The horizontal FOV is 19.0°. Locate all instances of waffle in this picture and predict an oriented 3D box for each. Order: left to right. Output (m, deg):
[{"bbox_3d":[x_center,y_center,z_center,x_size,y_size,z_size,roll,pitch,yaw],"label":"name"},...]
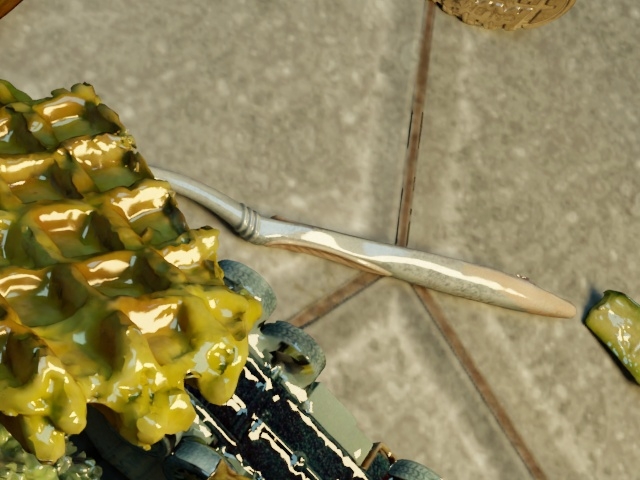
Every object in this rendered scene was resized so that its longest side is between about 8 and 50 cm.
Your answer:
[{"bbox_3d":[-0.179,-0.008,0.916,0.307,0.060,0.312,12,32,-7],"label":"waffle"}]

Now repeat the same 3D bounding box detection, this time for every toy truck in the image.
[{"bbox_3d":[-0.053,0.114,1.059,0.256,0.140,0.108,47,57,-20],"label":"toy truck"}]

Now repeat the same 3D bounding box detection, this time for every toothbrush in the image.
[{"bbox_3d":[0.000,0.000,1.182,0.375,0.028,0.037,15,72,-23],"label":"toothbrush"}]

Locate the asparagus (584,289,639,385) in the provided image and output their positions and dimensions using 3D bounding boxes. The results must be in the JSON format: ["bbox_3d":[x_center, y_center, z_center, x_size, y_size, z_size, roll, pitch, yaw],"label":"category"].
[{"bbox_3d":[0.251,0.099,1.274,0.178,0.041,0.045,40,51,-10],"label":"asparagus"}]

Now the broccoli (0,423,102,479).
[{"bbox_3d":[-0.201,0.134,0.928,0.176,0.198,0.226,-8,67,-28],"label":"broccoli"}]

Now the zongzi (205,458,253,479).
[{"bbox_3d":[0.013,0.221,0.980,0.248,0.241,0.111,11,51,-17],"label":"zongzi"}]

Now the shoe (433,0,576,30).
[{"bbox_3d":[0.098,-0.219,1.285,0.180,0.089,0.092,33,48,-17],"label":"shoe"}]

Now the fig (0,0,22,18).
[{"bbox_3d":[-0.210,-0.182,1.080,0.149,0.202,0.148,-23,47,-20],"label":"fig"}]
